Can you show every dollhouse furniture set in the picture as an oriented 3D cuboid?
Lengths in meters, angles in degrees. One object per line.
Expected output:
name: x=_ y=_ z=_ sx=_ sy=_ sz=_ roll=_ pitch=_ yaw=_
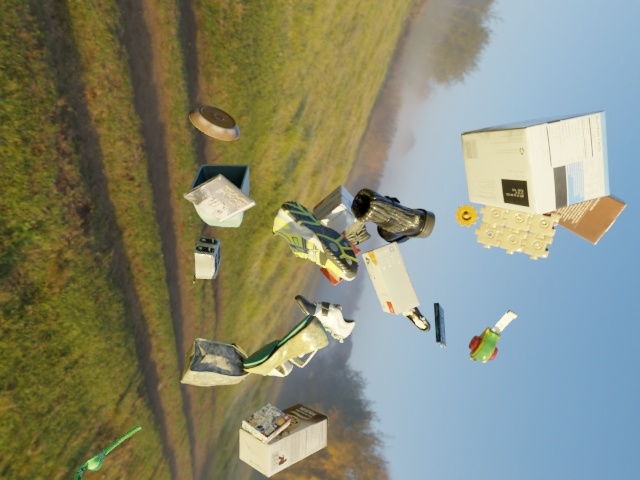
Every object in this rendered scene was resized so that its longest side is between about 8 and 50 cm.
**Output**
dollhouse furniture set: x=0.000 y=0.000 z=1.972 sx=0.152 sy=0.374 sz=0.201 roll=-39 pitch=163 yaw=-13

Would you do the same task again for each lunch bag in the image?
lunch bag: x=-0.452 y=0.558 z=1.973 sx=0.235 sy=0.286 sz=0.169 roll=131 pitch=-31 yaw=-52

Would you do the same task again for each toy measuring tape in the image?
toy measuring tape: x=0.723 y=0.427 z=1.873 sx=0.122 sy=0.121 sz=0.330 roll=-72 pitch=-178 yaw=-46

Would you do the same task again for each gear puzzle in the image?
gear puzzle: x=0.645 y=-0.052 z=1.565 sx=0.044 sy=0.338 sz=0.176 roll=-31 pitch=132 yaw=-59

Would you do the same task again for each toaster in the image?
toaster: x=-0.568 y=0.093 z=2.197 sx=0.168 sy=0.110 sz=0.186 roll=-89 pitch=-175 yaw=-59

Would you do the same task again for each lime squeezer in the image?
lime squeezer: x=-0.630 y=0.652 z=1.229 sx=0.059 sy=0.109 sz=0.311 roll=79 pitch=23 yaw=-46

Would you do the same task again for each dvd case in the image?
dvd case: x=-0.367 y=-0.150 z=1.629 sx=0.221 sy=0.164 sz=0.018 roll=40 pitch=29 yaw=-55

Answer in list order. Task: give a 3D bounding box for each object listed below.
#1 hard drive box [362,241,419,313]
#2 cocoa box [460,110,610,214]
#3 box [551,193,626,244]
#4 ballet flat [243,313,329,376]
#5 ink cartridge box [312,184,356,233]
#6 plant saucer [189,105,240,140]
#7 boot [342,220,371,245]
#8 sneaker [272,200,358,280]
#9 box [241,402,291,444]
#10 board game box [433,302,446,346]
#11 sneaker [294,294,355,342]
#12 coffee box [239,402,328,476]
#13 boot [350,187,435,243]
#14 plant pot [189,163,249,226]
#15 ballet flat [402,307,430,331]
hard drive box: x=0.246 y=0.133 z=1.568 sx=0.181 sy=0.089 sz=0.233 roll=137 pitch=-68 yaw=-80
cocoa box: x=0.601 y=-0.227 z=1.271 sx=0.347 sy=0.227 sz=0.232 roll=-133 pitch=-150 yaw=-75
box: x=1.008 y=-0.173 z=1.815 sx=0.143 sy=0.381 sz=0.191 roll=-22 pitch=142 yaw=-56
ballet flat: x=-0.104 y=0.344 z=1.329 sx=0.348 sy=0.123 sz=0.123 roll=-39 pitch=-161 yaw=32
ink cartridge box: x=0.063 y=-0.128 z=2.121 sx=0.197 sy=0.114 sz=0.273 roll=-39 pitch=-162 yaw=19
plant saucer: x=-0.387 y=-0.447 z=1.643 sx=0.036 sy=0.198 sz=0.199 roll=-55 pitch=-171 yaw=32
boot: x=0.219 y=-0.075 z=2.263 sx=0.246 sy=0.161 sz=0.083 roll=-34 pitch=158 yaw=5
sneaker: x=-0.018 y=0.018 z=1.679 sx=0.147 sy=0.384 sz=0.145 roll=-53 pitch=169 yaw=32
box: x=-0.165 y=0.560 z=1.356 sx=0.137 sy=0.093 sz=0.027 roll=-8 pitch=119 yaw=-61
board game box: x=0.568 y=0.404 z=2.095 sx=0.126 sy=0.026 sz=0.187 roll=45 pitch=43 yaw=-53
sneaker: x=0.027 y=0.343 z=2.153 sx=0.146 sy=0.330 sz=0.122 roll=-50 pitch=-168 yaw=6
coffee box: x=-0.129 y=0.724 z=1.626 sx=0.297 sy=0.168 sz=0.119 roll=-3 pitch=95 yaw=-47
boot: x=0.218 y=-0.086 z=1.584 sx=0.348 sy=0.259 sz=0.131 roll=161 pitch=-60 yaw=-71
plant pot: x=-0.476 y=-0.206 z=2.187 sx=0.248 sy=0.246 sz=0.253 roll=-87 pitch=176 yaw=-48
ballet flat: x=0.414 y=0.331 z=1.976 sx=0.074 sy=0.203 sz=0.074 roll=-42 pitch=172 yaw=-8
